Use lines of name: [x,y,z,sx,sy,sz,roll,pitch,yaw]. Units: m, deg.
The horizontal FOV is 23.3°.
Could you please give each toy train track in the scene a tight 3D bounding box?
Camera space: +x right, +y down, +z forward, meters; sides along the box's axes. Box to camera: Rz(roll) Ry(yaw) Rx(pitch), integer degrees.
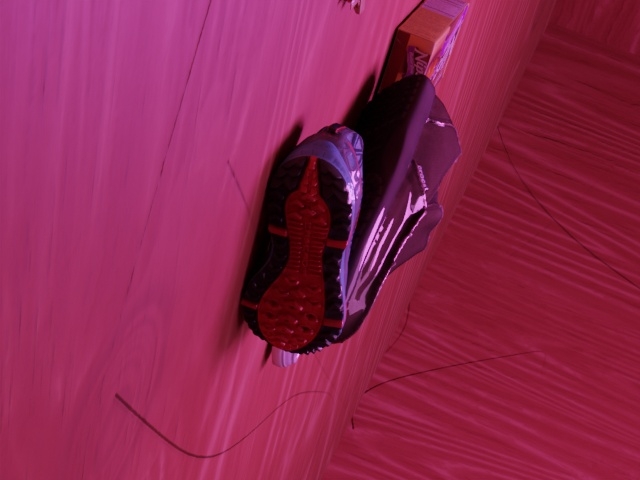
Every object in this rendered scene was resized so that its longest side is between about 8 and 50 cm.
toy train track: [0.035,-0.243,1.415,0.048,0.014,0.083,-52,158,-38]

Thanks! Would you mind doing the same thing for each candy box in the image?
candy box: [0.123,-0.226,1.890,0.186,0.053,0.109,-50,161,-61]

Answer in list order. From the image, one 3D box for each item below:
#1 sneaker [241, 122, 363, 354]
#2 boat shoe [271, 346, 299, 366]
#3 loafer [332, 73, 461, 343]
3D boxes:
sneaker: [0.000,0.000,1.521,0.125,0.104,0.261,-61,170,-49]
boat shoe: [-0.007,0.074,1.806,0.066,0.063,0.184,-46,157,-69]
loafer: [0.078,-0.023,1.698,0.134,0.130,0.366,-18,-144,48]
